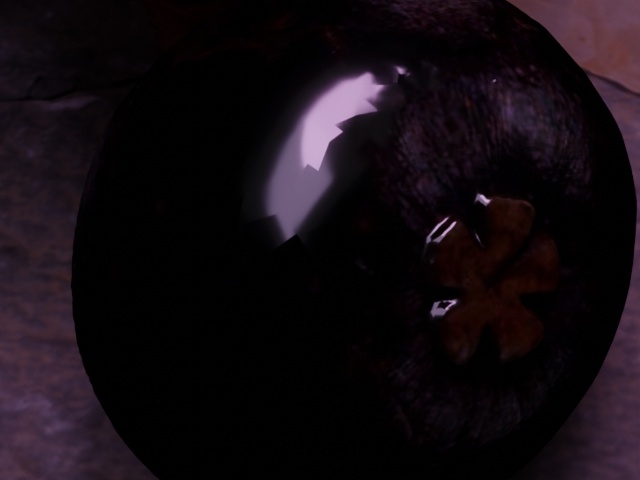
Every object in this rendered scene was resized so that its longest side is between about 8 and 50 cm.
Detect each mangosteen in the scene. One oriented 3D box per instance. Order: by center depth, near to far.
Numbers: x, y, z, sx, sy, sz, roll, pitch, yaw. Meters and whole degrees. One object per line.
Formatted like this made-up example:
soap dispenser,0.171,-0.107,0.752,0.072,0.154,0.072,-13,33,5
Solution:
mangosteen,0.000,0.000,0.741,0.275,0.275,0.302,-39,26,-19

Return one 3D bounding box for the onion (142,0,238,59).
onion,-0.082,-0.249,0.791,0.398,0.420,0.398,6,38,-5
